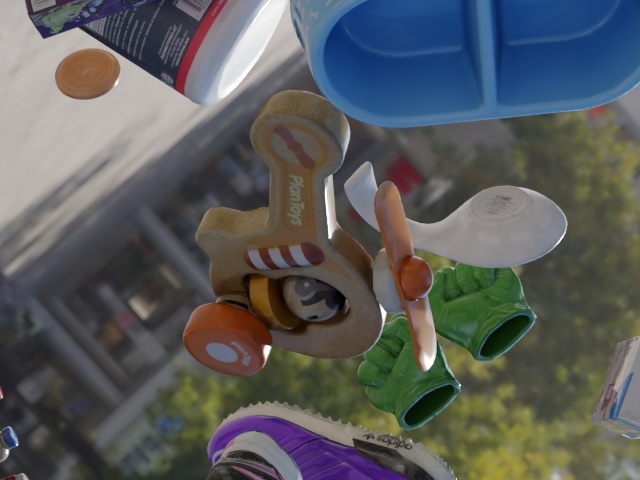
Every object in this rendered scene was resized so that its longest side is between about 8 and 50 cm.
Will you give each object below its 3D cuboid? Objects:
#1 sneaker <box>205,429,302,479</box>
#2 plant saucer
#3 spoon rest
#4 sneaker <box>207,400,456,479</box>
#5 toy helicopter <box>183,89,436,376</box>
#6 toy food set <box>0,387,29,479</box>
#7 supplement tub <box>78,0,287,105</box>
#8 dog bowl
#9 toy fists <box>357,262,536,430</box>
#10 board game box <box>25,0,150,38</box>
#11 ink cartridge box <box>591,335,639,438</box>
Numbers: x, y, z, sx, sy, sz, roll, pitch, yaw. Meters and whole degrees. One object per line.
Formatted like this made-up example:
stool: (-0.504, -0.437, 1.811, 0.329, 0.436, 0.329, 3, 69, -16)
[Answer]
sneaker: (-0.023, 0.226, 1.302, 0.072, 0.178, 0.077, -50, 172, 29)
plant saucer: (-0.293, -0.211, 2.258, 0.083, 0.083, 0.013, -43, 149, -25)
spoon rest: (0.162, -0.025, 2.134, 0.276, 0.084, 0.137, 15, -137, 32)
sneaker: (-0.019, 0.257, 1.827, 0.293, 0.102, 0.146, 6, -138, 36)
toy helicopter: (0.000, 0.000, 1.621, 0.355, 0.235, 0.140, 90, 18, -53)
toy food set: (-0.373, 0.260, 1.935, 0.104, 0.111, 0.232, -25, -145, 3)
supplement tub: (-0.189, -0.300, 2.080, 0.191, 0.272, 0.191, -56, 174, -9)
dog bowl: (0.124, -0.166, 1.374, 0.297, 0.166, 0.074, -5, -137, 5)
toy fists: (0.167, 0.133, 2.550, 0.279, 0.142, 0.096, -45, 142, 13)
board game box: (-0.244, -0.390, 1.957, 0.208, 0.347, 0.056, -21, 147, 6)
ink cartridge box: (0.314, 0.146, 1.778, 0.122, 0.052, 0.089, 100, 10, -82)
